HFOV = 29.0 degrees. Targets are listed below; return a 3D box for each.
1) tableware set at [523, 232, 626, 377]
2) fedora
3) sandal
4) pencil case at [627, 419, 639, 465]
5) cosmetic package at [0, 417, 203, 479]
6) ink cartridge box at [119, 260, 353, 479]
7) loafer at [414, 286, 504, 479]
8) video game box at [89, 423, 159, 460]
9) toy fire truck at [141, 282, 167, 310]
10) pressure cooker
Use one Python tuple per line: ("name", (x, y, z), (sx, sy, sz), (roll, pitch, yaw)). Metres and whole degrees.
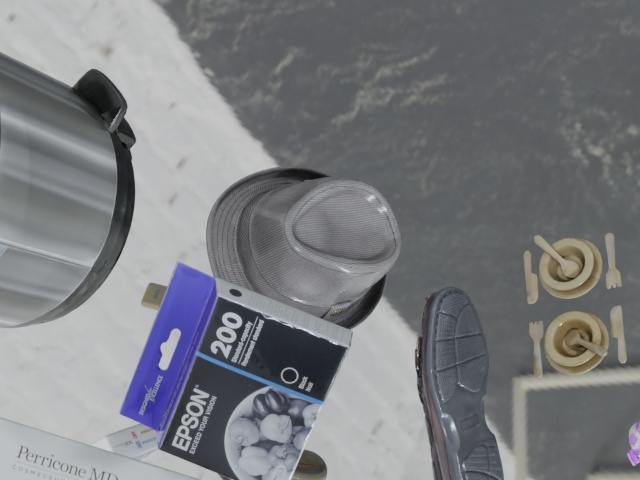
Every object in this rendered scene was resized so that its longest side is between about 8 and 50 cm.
("tableware set", (0.325, 0.078, 1.608), (0.128, 0.194, 0.039), (-14, 148, 26))
("fedora", (0.000, 0.000, 1.631), (0.275, 0.244, 0.124), (1, 161, -34))
("sandal", (-0.066, 0.302, 1.727), (0.219, 0.090, 0.060), (15, 118, -40))
("pencil case", (0.541, 0.268, 1.810), (0.206, 0.088, 0.086), (-44, 65, 40))
("cosmetic package", (-0.130, 0.332, 0.972), (0.377, 0.284, 0.097), (21, 152, -13))
("ink cartridge box", (-0.098, 0.153, 1.342), (0.208, 0.045, 0.206), (22, 110, 0))
("loafer", (0.168, 0.216, 1.662), (0.095, 0.109, 0.303), (-12, 86, 52))
("video game box", (-0.313, 0.315, 1.736), (0.205, 0.187, 0.048), (-31, 82, 23))
("toy fire truck", (-0.151, 0.108, 2.011), (0.158, 0.217, 0.246), (-31, 122, 18))
("pressure cooker", (-0.462, -0.065, 1.666), (0.369, 0.376, 0.420), (-4, 167, 28))
